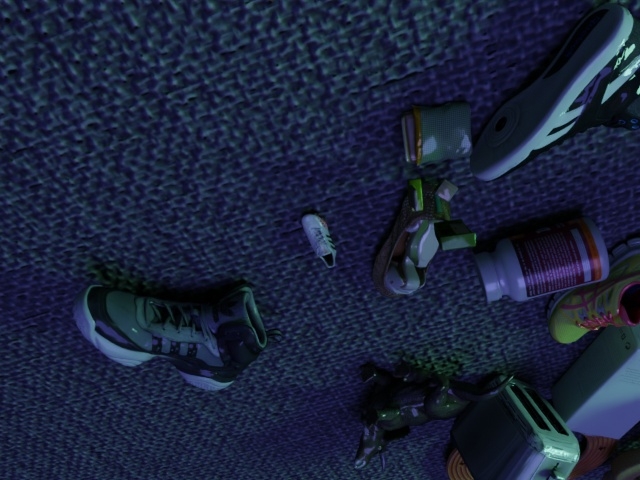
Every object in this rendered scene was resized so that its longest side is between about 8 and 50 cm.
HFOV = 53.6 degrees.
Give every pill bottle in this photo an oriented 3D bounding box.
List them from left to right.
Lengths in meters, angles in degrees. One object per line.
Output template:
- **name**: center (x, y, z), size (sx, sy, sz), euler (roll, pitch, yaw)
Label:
- **pill bottle**: center (0.280, 0.029, 0.816), size (0.152, 0.086, 0.086), euler (-16, 134, 8)

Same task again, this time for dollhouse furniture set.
- **dollhouse furniture set**: center (0.132, -0.070, 0.678), size (0.076, 0.058, 0.151), euler (-7, 106, 2)

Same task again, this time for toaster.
- **toaster**: center (0.314, 0.328, 1.043), size (0.129, 0.227, 0.146), euler (21, 111, -23)

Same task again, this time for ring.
- **ring**: center (0.412, 0.415, 1.249), size (0.337, 0.032, 0.336), euler (-4, 135, -4)

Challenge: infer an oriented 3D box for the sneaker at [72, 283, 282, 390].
- **sneaker**: center (-0.172, 0.103, 0.827), size (0.153, 0.101, 0.269), euler (-34, 135, 23)

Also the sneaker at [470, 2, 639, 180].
- **sneaker**: center (0.270, -0.125, 0.668), size (0.121, 0.079, 0.217), euler (23, 126, -25)

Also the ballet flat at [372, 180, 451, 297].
- **ballet flat**: center (0.112, 0.020, 0.799), size (0.073, 0.067, 0.206), euler (1, 134, -9)

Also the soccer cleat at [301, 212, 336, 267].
- **soccer cleat**: center (0.000, 0.000, 0.788), size (0.029, 0.035, 0.083), euler (-18, 134, 10)

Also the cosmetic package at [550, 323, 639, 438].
- **cosmetic package**: center (0.485, 0.222, 1.026), size (0.117, 0.085, 0.231), euler (13, 133, -9)

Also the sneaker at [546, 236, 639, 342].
- **sneaker**: center (0.400, 0.091, 0.885), size (0.082, 0.094, 0.208), euler (14, 132, -21)

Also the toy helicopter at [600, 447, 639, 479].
- **toy helicopter**: center (0.690, 0.499, 1.295), size (0.235, 0.140, 0.355), euler (-28, 133, 22)

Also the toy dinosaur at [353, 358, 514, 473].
- **toy dinosaur**: center (0.159, 0.255, 1.025), size (0.314, 0.121, 0.160), euler (-31, 142, 16)
